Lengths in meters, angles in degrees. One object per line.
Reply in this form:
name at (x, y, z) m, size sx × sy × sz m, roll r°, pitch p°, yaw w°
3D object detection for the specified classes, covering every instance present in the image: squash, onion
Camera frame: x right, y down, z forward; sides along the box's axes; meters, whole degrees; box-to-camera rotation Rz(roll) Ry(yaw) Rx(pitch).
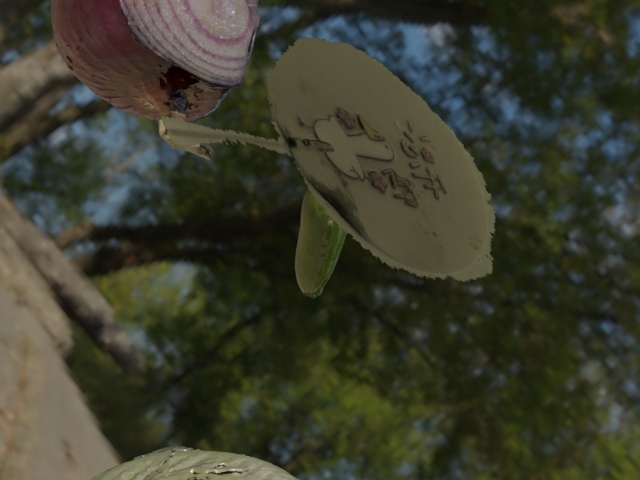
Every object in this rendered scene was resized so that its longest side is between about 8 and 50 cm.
squash at (0.000, 0.000, 2.143) m, size 0.066 × 0.066 × 0.201 m, roll 43°, pitch -39°, yaw 30°
onion at (-0.202, -0.251, 1.912) m, size 0.256 × 0.272 × 0.230 m, roll 47°, pitch -34°, yaw -19°

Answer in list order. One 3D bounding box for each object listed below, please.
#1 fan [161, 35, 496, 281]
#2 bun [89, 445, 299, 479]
fan at (-0.010, -0.078, 1.336) m, size 0.415 × 0.012 × 0.233 m, roll 15°, pitch -43°, yaw 48°
bun at (-0.094, 0.274, 1.204) m, size 0.273 × 0.273 × 0.168 m, roll 33°, pitch -43°, yaw 50°
